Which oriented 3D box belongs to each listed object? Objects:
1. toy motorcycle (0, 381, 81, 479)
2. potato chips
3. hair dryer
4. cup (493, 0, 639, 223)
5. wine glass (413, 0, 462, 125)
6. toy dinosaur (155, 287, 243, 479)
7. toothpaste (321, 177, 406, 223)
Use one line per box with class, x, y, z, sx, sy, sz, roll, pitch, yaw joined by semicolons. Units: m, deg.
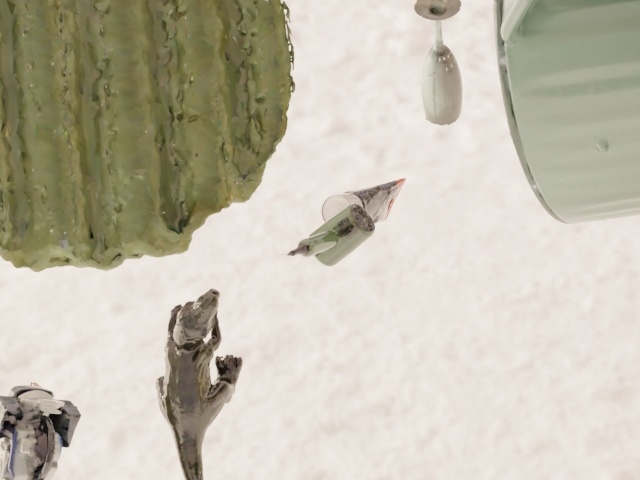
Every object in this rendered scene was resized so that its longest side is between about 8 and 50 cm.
toy motorcycle;-0.317;0.241;1.397;0.102;0.221;0.150;11;23;-32
potato chips;-0.189;-0.182;0.872;0.358;0.429;0.070;-9;13;-22
hair dryer;0.000;0.000;1.537;0.047;0.071;0.150;56;28;10
cup;0.345;-0.174;1.151;0.392;0.310;0.401;-5;8;28
wine glass;0.162;-0.239;1.833;0.066;0.198;0.066;-4;49;5
toy dinosaur;-0.134;0.147;1.316;0.087;0.187;0.179;-1;28;12
toothpaste;0.065;-0.050;1.862;0.045;0.071;0.193;33;18;21
